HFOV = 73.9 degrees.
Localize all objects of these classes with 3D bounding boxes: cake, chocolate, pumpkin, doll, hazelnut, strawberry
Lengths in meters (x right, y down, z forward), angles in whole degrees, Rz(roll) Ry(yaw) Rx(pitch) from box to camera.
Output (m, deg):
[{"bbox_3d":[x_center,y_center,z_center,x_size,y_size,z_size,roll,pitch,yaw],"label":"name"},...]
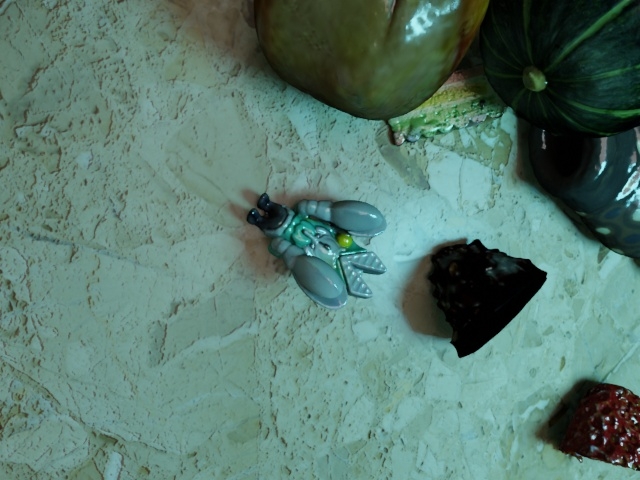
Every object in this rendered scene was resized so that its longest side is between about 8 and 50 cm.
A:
[{"bbox_3d":[0.236,-0.262,0.827,0.225,0.090,0.110,-13,100,8],"label":"cake"},{"bbox_3d":[0.298,0.090,0.843,0.224,0.206,0.177,-30,57,-18],"label":"chocolate"},{"bbox_3d":[0.389,-0.303,0.618,0.323,0.323,0.241,42,89,-13],"label":"pumpkin"},{"bbox_3d":[-0.004,0.020,0.742,0.258,0.153,0.195,6,80,-8],"label":"doll"},{"bbox_3d":[0.075,-0.363,0.646,0.372,0.315,0.373,-5,55,7],"label":"hazelnut"},{"bbox_3d":[0.639,0.399,0.904,0.233,0.234,0.178,16,71,-13],"label":"strawberry"}]

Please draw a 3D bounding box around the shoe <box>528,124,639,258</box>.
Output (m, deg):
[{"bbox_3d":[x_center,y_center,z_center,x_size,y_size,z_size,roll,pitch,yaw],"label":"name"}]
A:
[{"bbox_3d":[0.558,-0.126,0.841,0.237,0.171,0.384,-18,98,-17],"label":"shoe"}]
